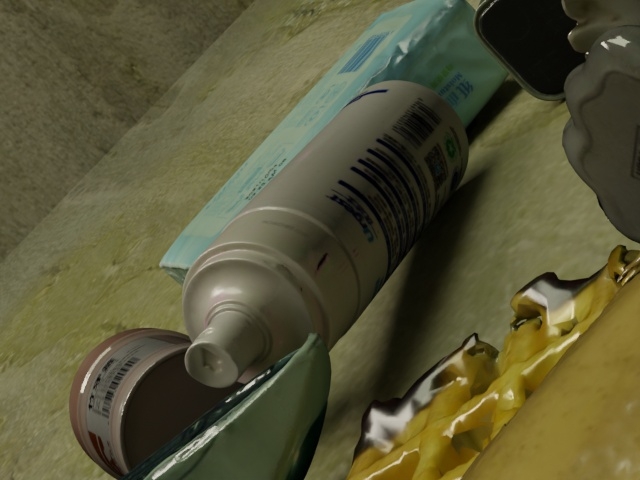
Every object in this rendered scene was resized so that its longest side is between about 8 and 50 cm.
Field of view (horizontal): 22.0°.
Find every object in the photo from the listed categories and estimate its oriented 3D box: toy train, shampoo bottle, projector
[{"bbox_3d":[-0.125,0.192,0.843,0.407,0.088,0.086,-39,3,24],"label":"toy train"},{"bbox_3d":[0.000,0.000,0.943,0.092,0.092,0.303,-36,7,34],"label":"shampoo bottle"},{"bbox_3d":[0.152,-0.150,1.042,0.083,0.083,0.082,-37,16,32],"label":"projector"}]

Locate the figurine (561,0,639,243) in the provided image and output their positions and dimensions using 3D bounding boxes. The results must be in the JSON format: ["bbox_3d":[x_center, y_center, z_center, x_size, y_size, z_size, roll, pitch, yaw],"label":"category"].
[{"bbox_3d":[0.233,-0.153,0.716,0.387,0.166,0.207,-49,-30,-31],"label":"figurine"}]

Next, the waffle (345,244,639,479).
[{"bbox_3d":[0.063,0.112,0.597,0.312,0.060,0.307,-46,16,-4],"label":"waffle"}]

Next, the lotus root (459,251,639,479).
[{"bbox_3d":[0.108,0.078,0.391,0.146,0.131,0.303,10,52,47],"label":"lotus root"}]

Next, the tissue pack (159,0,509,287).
[{"bbox_3d":[0.009,-0.052,1.179,0.263,0.089,0.177,-50,11,-9],"label":"tissue pack"}]

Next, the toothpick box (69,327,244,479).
[{"bbox_3d":[-0.088,0.104,0.975,0.098,0.098,0.149,-48,14,-13],"label":"toothpick box"}]
